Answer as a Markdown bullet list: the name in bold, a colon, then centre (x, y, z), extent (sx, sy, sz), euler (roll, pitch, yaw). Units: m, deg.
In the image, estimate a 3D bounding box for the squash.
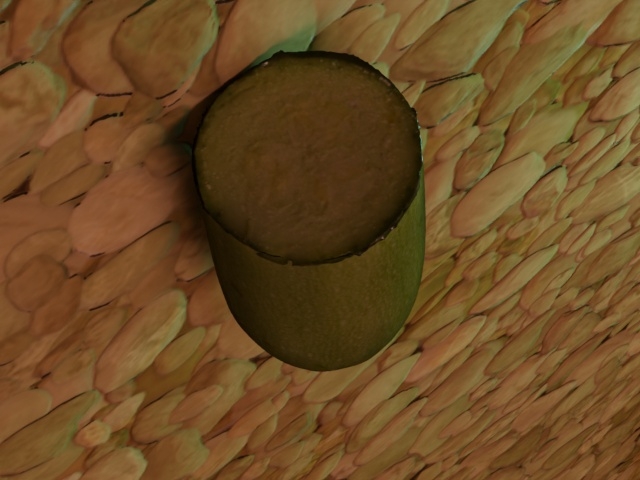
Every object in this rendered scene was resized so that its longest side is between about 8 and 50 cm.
- **squash**: centre (0.000, 0.000, 1.130), extent (0.132, 0.132, 0.247), euler (-36, 160, -12)
